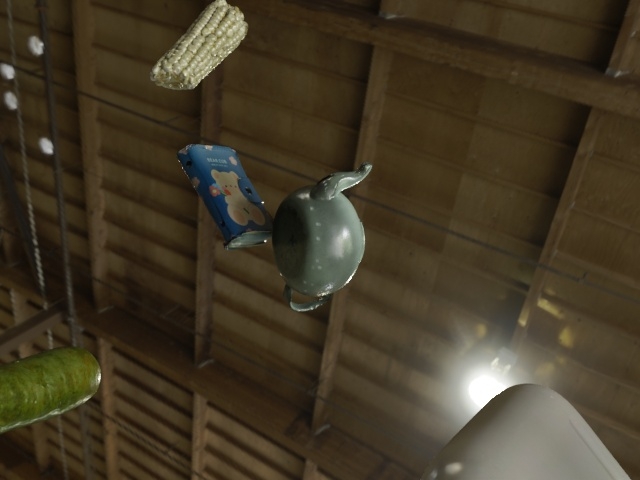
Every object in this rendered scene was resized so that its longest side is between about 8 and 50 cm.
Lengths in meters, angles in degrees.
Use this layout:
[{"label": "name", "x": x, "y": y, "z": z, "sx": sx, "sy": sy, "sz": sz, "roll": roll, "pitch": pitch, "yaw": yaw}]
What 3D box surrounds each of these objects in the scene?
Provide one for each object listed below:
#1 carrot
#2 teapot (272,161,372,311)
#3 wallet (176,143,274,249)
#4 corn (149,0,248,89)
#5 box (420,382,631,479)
[{"label": "carrot", "x": -0.330, "y": 0.156, "z": 0.598, "sx": 0.074, "sy": 0.358, "sz": 0.074, "roll": 0, "pitch": -89, "yaw": 17}, {"label": "teapot", "x": 0.000, "y": 0.000, "z": 1.137, "sx": 0.193, "sy": 0.129, "sz": 0.294, "roll": 50, "pitch": -44, "yaw": 49}, {"label": "wallet", "x": -0.166, "y": -0.079, "z": 1.197, "sx": 0.059, "sy": 0.141, "sz": 0.202, "roll": -39, "pitch": -106, "yaw": 28}, {"label": "corn", "x": -0.198, "y": -0.320, "z": 1.102, "sx": 0.087, "sy": 0.211, "sz": 0.087, "roll": 21, "pitch": -31, "yaw": 13}, {"label": "box", "x": 0.275, "y": 0.343, "z": 0.806, "sx": 0.141, "sy": 0.349, "sz": 0.289, "roll": -46, "pitch": -107, "yaw": 32}]
